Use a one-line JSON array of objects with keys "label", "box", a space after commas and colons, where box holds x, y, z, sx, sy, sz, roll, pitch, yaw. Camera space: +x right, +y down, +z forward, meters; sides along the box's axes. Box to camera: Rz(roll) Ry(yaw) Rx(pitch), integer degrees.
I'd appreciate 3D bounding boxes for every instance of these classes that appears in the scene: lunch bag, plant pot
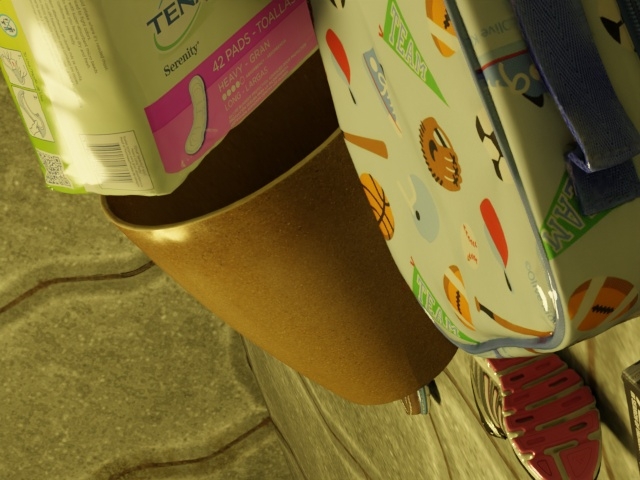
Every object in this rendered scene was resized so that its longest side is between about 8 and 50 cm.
[{"label": "lunch bag", "box": [0.082, -0.085, 0.675, 0.243, 0.115, 0.303, 144, 103, -78]}, {"label": "plant pot", "box": [0.000, 0.000, 1.059, 0.254, 0.237, 0.237, 57, 177, -31]}]

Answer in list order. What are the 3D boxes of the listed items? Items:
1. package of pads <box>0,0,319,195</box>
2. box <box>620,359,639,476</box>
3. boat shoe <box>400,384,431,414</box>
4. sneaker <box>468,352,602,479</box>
[{"label": "package of pads", "box": [-0.072, -0.196, 0.779, 0.101, 0.296, 0.229, 8, 130, 32]}, {"label": "box", "box": [0.240, 0.216, 0.600, 0.242, 0.076, 0.307, -128, 18, -56]}, {"label": "boat shoe", "box": [0.050, 0.103, 1.401, 0.066, 0.066, 0.183, 84, 161, -60]}, {"label": "sneaker", "box": [0.144, 0.115, 0.944, 0.170, 0.063, 0.075, -116, 9, -48]}]
